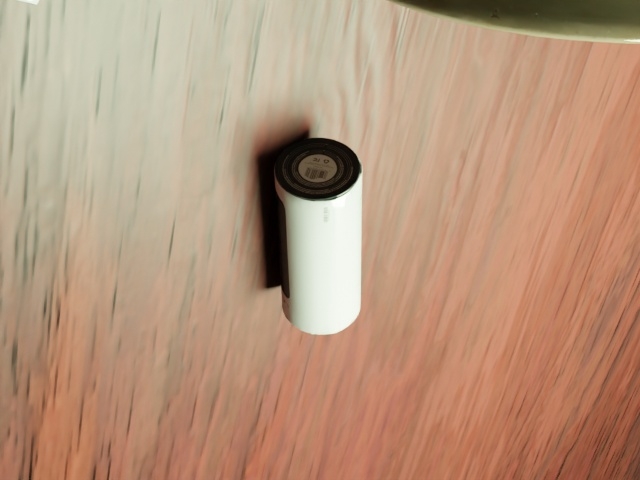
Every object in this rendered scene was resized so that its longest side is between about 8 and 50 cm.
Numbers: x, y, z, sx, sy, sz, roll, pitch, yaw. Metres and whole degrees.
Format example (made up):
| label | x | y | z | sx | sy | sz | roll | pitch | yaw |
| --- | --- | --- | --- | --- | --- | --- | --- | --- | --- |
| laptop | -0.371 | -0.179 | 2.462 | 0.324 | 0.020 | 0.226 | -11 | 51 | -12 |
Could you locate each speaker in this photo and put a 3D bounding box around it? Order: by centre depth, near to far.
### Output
| label | x | y | z | sx | sy | sz | roll | pitch | yaw |
| --- | --- | --- | --- | --- | --- | --- | --- | --- | --- |
| speaker | 0.000 | 0.000 | 0.986 | 0.055 | 0.055 | 0.136 | -29 | 145 | -22 |

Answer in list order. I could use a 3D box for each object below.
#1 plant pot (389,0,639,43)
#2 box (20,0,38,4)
| label | x | y | z | sx | sy | sz | roll | pitch | yaw |
| --- | --- | --- | --- | --- | --- | --- | --- | --- | --- |
| plant pot | 0.138 | -0.240 | 0.730 | 0.263 | 0.263 | 0.229 | -18 | 120 | -35 |
| box | -0.134 | -0.215 | 0.606 | 0.159 | 0.044 | 0.233 | 4 | 124 | -50 |
